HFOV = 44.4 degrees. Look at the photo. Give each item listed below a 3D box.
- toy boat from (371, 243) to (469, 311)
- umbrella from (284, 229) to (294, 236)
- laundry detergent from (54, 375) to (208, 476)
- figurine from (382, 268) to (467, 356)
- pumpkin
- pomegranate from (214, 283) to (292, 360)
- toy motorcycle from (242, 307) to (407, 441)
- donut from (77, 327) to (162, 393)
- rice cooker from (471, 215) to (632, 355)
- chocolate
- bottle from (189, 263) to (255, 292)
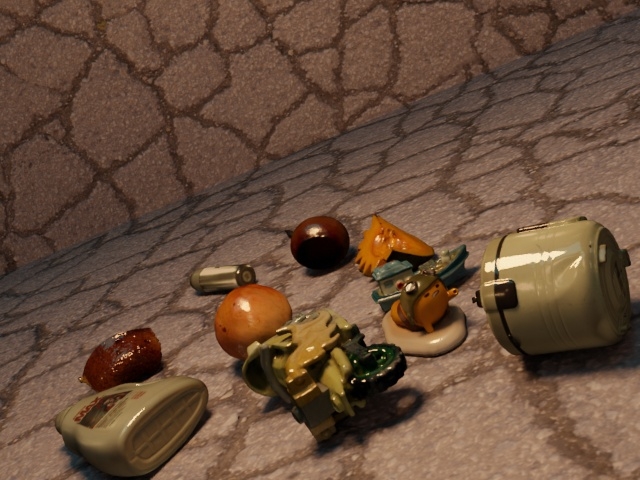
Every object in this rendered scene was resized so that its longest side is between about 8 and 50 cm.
[{"bbox_3d":[0.221,0.071,1.746,0.238,0.098,0.109,-22,11,-2],"label":"toy boat"},{"bbox_3d":[-0.081,-0.013,2.531,0.044,0.044,0.269,-54,12,-4],"label":"umbrella"},{"bbox_3d":[-0.446,0.395,1.722,0.398,0.124,0.264,-11,24,44],"label":"laundry detergent"},{"bbox_3d":[0.184,0.128,1.586,0.167,0.141,0.250,-34,19,-22],"label":"figurine"},{"bbox_3d":[0.184,0.046,1.930,0.254,0.149,0.130,-113,44,-68],"label":"pumpkin"},{"bbox_3d":[-0.149,0.193,1.787,0.191,0.191,0.191,-23,18,8],"label":"pomegranate"},{"bbox_3d":[-0.010,0.234,1.501,0.237,0.168,0.410,-33,19,-18],"label":"toy motorcycle"},{"bbox_3d":[-0.512,0.316,2.018,0.187,0.144,0.126,-7,26,-36],"label":"donut"},{"bbox_3d":[0.388,0.080,1.324,0.244,0.226,0.226,-16,20,34],"label":"rice cooker"},{"bbox_3d":[0.000,0.000,2.171,0.177,0.176,0.176,-23,18,8],"label":"chocolate"},{"bbox_3d":[-0.296,0.117,2.375,0.254,0.079,0.096,-7,-13,44],"label":"bottle"}]
